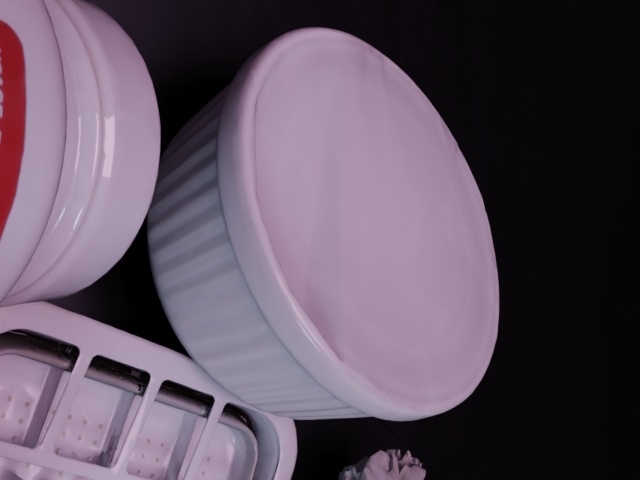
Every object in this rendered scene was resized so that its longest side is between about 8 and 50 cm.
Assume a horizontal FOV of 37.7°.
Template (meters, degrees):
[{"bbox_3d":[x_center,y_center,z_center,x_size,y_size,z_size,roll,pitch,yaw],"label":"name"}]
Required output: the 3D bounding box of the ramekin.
[{"bbox_3d":[0.000,0.000,0.656,0.272,0.127,0.273,27,53,-42],"label":"ramekin"}]

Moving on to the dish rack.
[{"bbox_3d":[-0.171,0.222,0.592,0.285,0.072,0.333,29,73,-41],"label":"dish rack"}]

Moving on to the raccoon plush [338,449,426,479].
[{"bbox_3d":[0.120,0.425,0.775,0.216,0.299,0.446,-1,50,-35],"label":"raccoon plush"}]

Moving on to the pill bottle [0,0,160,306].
[{"bbox_3d":[-0.248,-0.053,0.342,0.407,0.229,0.229,1,92,-63],"label":"pill bottle"}]
